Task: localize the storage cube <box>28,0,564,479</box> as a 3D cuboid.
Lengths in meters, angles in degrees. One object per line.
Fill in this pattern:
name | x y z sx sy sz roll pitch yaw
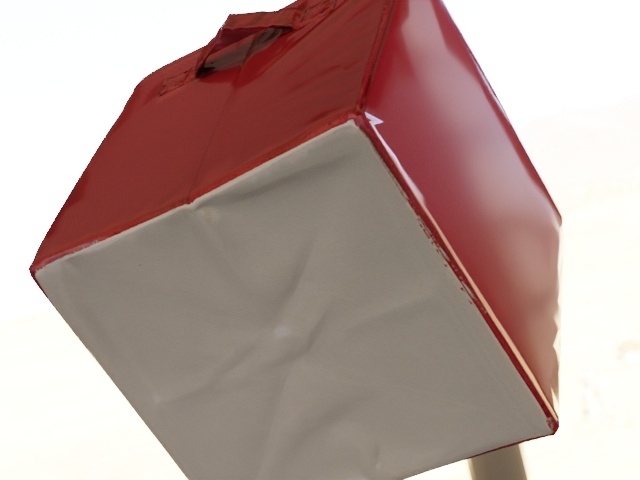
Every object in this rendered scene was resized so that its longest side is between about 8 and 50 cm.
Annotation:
storage cube | 0.000 0.000 0.718 0.183 0.215 0.193 -23 25 23
